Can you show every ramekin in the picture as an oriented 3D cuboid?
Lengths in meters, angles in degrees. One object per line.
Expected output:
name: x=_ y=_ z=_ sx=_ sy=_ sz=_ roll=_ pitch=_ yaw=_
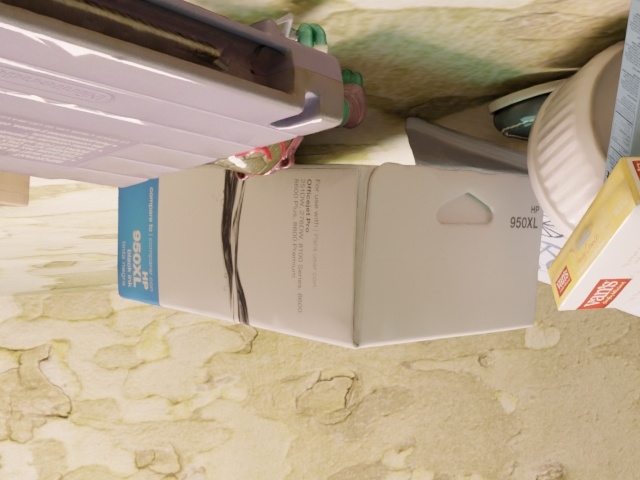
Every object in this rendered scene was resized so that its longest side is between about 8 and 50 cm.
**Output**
ramekin: x=0.304 y=-0.088 z=0.788 sx=0.207 sy=0.207 sz=0.109 roll=-5 pitch=163 yaw=-6

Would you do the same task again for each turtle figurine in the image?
turtle figurine: x=-0.058 y=-0.109 z=0.712 sx=0.175 sy=0.118 sz=0.234 roll=-1 pitch=-177 yaw=27

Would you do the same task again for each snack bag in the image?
snack bag: x=0.261 y=-0.026 z=1.046 sx=0.323 sy=0.037 sz=0.342 roll=22 pitch=164 yaw=26

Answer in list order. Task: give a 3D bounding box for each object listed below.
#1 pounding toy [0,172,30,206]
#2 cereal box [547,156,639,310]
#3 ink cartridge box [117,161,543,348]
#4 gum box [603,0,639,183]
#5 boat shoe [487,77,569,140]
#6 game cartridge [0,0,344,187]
pounding toy: x=-0.371 y=-0.081 z=0.781 sx=0.206 sy=0.094 sz=0.181 roll=2 pitch=178 yaw=12
cereal box: x=0.323 y=-0.004 z=0.691 sx=0.240 sy=0.047 sz=0.173 roll=-3 pitch=150 yaw=-7
ink cartridge box: x=0.000 y=0.000 z=0.951 sx=0.285 sy=0.166 sz=0.395 roll=-1 pitch=-175 yaw=-43
gum box: x=0.309 y=-0.122 z=0.658 sx=0.157 sy=0.184 sz=0.041 roll=-4 pitch=-150 yaw=-6
boat shoe: x=0.324 y=-0.113 z=0.948 sx=0.319 sy=0.099 sz=0.116 roll=0 pitch=171 yaw=-29
game cartridge: x=-0.183 y=-0.094 z=0.470 sx=0.230 sy=0.068 sz=0.355 roll=-6 pitch=172 yaw=38
